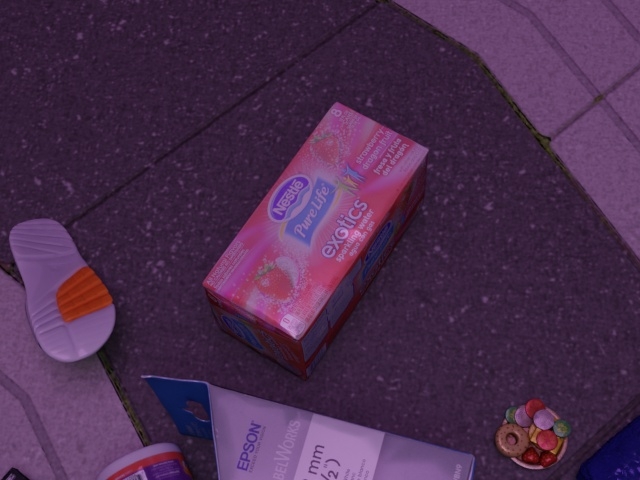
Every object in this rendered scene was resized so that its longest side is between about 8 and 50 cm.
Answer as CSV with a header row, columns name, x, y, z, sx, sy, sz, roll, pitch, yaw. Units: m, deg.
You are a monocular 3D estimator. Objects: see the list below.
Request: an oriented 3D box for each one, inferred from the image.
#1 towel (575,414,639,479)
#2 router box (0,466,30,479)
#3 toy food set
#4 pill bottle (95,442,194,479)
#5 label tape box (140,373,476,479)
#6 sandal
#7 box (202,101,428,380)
name,x,y,z,sx,sy,sz,roll,pitch,yaw
towel,0.482,0.266,1.225,0.308,0.076,0.227,-33,61,-12
router box,-0.364,0.342,1.234,0.092,0.038,0.122,34,70,16
toy food set,0.257,0.233,1.272,0.083,0.020,0.082,28,69,15
pill bottle,-0.172,0.337,1.191,0.108,0.108,0.193,-24,67,-9
label tape box,-0.023,0.264,1.141,0.348,0.249,0.115,13,66,8
sandal,-0.329,0.072,1.350,0.102,0.076,0.265,-14,43,-20
box,0.000,0.000,1.320,0.142,0.154,0.300,29,70,15
